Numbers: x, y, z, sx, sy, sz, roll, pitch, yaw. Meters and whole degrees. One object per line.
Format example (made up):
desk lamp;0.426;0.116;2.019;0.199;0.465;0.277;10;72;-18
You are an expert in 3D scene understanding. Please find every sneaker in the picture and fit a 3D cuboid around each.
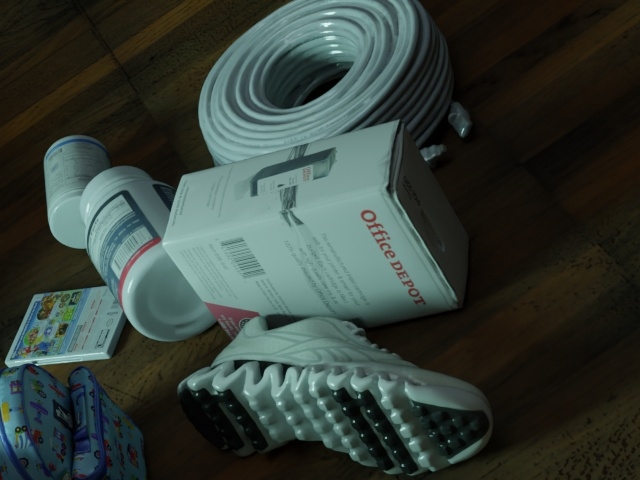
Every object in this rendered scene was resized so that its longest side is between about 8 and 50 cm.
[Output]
sneaker;0.020;0.114;1.620;0.292;0.110;0.118;4;43;37

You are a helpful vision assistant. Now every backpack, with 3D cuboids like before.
backpack;-0.234;0.175;1.670;0.117;0.173;0.158;-24;39;12

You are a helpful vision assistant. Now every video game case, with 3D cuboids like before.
video game case;-0.239;0.082;1.901;0.122;0.011;0.087;-7;46;29

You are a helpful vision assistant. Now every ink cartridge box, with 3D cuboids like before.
ink cartridge box;0.000;0.000;1.701;0.218;0.158;0.092;-12;43;24

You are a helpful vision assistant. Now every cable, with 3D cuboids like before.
cable;0.002;-0.140;1.903;0.257;0.089;0.257;-25;39;11

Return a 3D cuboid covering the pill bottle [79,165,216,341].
pill bottle;-0.159;0.006;1.848;0.108;0.108;0.180;-36;38;-3

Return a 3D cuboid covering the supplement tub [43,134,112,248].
supplement tub;-0.242;-0.050;1.995;0.071;0.071;0.107;-26;40;10
